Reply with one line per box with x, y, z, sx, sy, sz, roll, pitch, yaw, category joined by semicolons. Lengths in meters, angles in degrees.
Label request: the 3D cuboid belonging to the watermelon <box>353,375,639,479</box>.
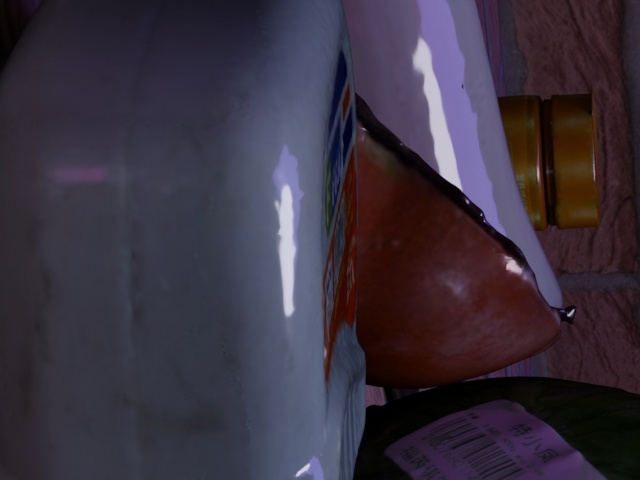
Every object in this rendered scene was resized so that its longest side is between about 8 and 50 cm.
0.110;0.238;0.808;0.363;0.363;0.363;-3;90;-79;watermelon

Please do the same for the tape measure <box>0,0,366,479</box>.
-0.050;0.020;0.591;0.243;0.125;0.246;-80;167;-73;tape measure

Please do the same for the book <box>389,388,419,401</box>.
0.062;0.027;1.418;0.228;0.024;0.160;75;17;-48;book

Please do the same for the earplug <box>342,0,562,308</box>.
0.031;-0.089;0.971;0.172;0.172;0.301;-65;145;-67;earplug

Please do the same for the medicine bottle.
0.096;-0.051;1.169;0.096;0.191;0.096;-3;90;-78;medicine bottle

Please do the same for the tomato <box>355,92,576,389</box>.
0.000;0.000;0.801;0.112;0.228;0.199;-46;172;-4;tomato

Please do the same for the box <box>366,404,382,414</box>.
0.041;0.277;1.123;0.290;0.073;0.289;-47;134;-75;box
